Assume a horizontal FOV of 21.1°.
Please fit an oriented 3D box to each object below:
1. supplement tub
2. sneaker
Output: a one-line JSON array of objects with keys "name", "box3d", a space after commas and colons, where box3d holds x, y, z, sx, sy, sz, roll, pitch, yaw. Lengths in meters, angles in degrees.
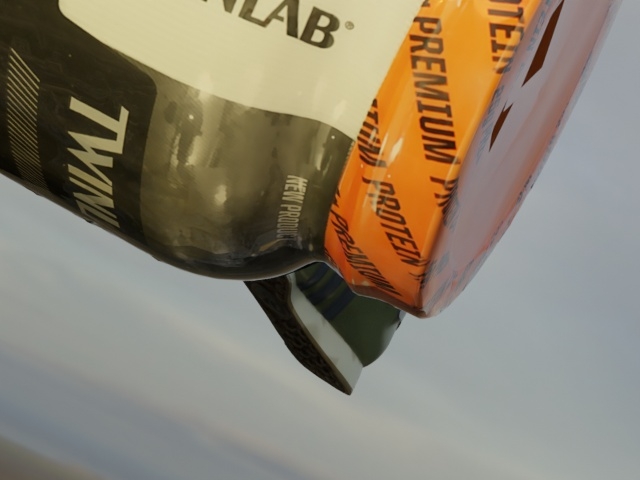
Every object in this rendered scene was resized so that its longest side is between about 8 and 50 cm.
[{"name": "supplement tub", "box3d": [-0.075, -0.121, 0.574, 0.338, 0.207, 0.207, 27, -8, 14]}, {"name": "sneaker", "box3d": [0.000, 0.000, 0.959, 0.064, 0.086, 0.192, 29, -22, 40]}]
